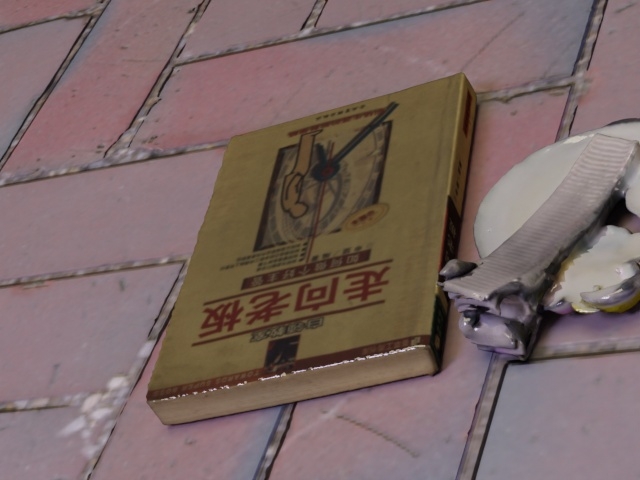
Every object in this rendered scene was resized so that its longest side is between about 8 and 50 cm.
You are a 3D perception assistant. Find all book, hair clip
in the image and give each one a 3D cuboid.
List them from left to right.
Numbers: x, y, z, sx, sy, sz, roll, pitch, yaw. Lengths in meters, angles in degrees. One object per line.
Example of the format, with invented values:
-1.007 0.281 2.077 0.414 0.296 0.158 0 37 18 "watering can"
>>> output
0.000 0.000 0.900 0.161 0.026 0.231 -14 37 22 "book"
0.126 -0.014 0.807 0.116 0.049 0.172 15 50 41 "hair clip"
